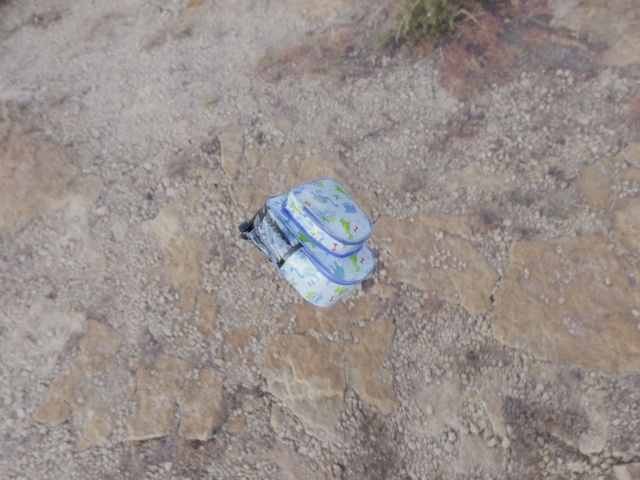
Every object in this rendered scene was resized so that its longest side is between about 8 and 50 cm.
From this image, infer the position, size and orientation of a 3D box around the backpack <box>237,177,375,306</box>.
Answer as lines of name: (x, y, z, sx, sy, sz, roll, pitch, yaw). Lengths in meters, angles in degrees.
backpack: (0.000, 0.000, 0.528, 0.114, 0.084, 0.105, 52, 33, 9)
